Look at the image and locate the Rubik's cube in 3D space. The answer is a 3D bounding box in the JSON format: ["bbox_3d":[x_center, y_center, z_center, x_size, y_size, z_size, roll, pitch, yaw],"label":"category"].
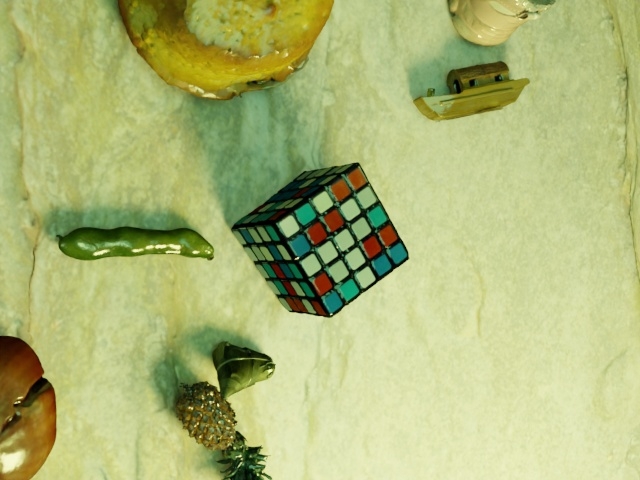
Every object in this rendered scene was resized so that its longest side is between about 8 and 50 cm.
[{"bbox_3d":[0.000,0.000,1.648,0.184,0.182,0.187,-39,106,-22],"label":"Rubik's cube"}]

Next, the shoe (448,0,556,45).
[{"bbox_3d":[0.343,-0.532,1.807,0.171,0.198,0.351,-3,92,-27],"label":"shoe"}]

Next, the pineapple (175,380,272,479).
[{"bbox_3d":[-0.160,0.315,1.619,0.221,0.083,0.103,58,27,-13],"label":"pineapple"}]

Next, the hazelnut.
[{"bbox_3d":[-0.456,0.244,1.429,0.181,0.181,0.212,-31,102,-21],"label":"hazelnut"}]

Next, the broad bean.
[{"bbox_3d":[-0.281,0.005,1.591,0.256,0.052,0.053,2,130,-28],"label":"broad bean"}]

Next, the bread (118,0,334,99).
[{"bbox_3d":[-0.140,-0.404,1.578,0.336,0.204,0.358,-17,98,-20],"label":"bread"}]

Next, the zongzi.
[{"bbox_3d":[-0.116,0.223,1.633,0.109,0.119,0.055,18,123,-25],"label":"zongzi"}]

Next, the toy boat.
[{"bbox_3d":[0.271,-0.271,1.847,0.225,0.068,0.088,-13,90,-22],"label":"toy boat"}]
